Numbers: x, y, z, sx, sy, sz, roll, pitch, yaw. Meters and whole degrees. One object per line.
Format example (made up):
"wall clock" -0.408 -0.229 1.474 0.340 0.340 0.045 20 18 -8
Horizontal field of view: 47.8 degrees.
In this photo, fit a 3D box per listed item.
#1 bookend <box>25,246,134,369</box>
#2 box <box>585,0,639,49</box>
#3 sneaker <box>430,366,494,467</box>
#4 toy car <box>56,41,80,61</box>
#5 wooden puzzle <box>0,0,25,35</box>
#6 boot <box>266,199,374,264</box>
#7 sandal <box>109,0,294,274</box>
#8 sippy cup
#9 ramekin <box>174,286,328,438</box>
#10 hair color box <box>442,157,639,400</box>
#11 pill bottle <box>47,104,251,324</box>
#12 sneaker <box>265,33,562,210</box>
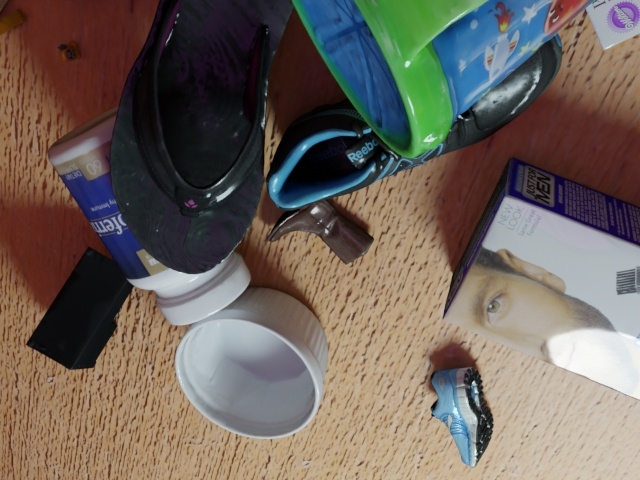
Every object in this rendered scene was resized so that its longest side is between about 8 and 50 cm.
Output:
"bookend" -0.336 0.103 1.057 0.072 0.156 0.157 30 80 -1
"box" 0.218 -0.332 0.642 0.067 0.063 0.324 -22 111 28
"sneaker" 0.192 0.240 1.000 0.073 0.063 0.162 2 117 37
"toy car" -0.285 -0.265 0.855 0.060 0.040 0.122 12 122 11
"wooden puzzle" -0.425 -0.303 0.895 0.078 0.014 0.116 -30 107 25
"boot" 0.000 0.000 0.926 0.114 0.037 0.106 39 125 -13
"sandal" -0.117 -0.157 0.720 0.167 0.107 0.446 11 113 -10
"sippy cup" 0.107 -0.223 0.590 0.224 0.305 0.240 -32 140 -3
"ramekin" -0.086 0.161 1.001 0.207 0.109 0.207 8 122 13
"hair color box" 0.332 0.062 0.813 0.338 0.110 0.185 23 125 6
"pill bottle" -0.202 -0.035 0.898 0.153 0.153 0.265 -18 113 26
"sneaker" 0.092 -0.120 0.762 0.341 0.140 0.125 -26 107 27
